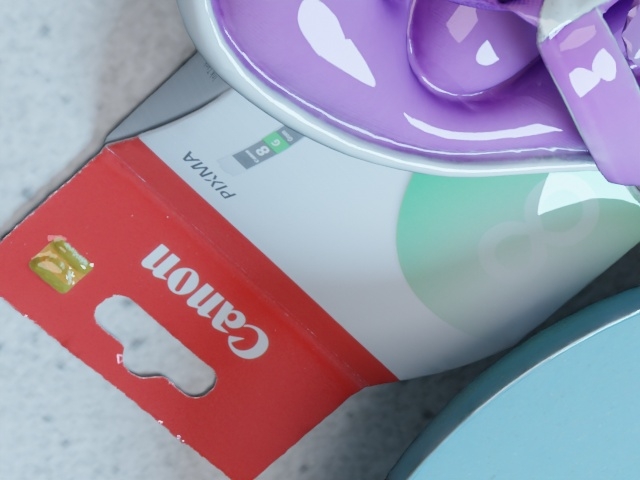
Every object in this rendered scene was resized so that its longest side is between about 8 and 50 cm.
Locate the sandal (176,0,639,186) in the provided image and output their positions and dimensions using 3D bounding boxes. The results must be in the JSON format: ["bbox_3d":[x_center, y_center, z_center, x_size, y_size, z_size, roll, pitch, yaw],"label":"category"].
[{"bbox_3d":[0.141,-0.083,0.606,0.416,0.102,0.169,9,104,-38],"label":"sandal"}]

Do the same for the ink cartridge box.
[{"bbox_3d":[0.000,0.000,0.687,0.224,0.056,0.181,-42,122,7],"label":"ink cartridge box"}]

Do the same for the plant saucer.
[{"bbox_3d":[0.147,0.128,0.783,0.317,0.044,0.318,-13,132,-15],"label":"plant saucer"}]
